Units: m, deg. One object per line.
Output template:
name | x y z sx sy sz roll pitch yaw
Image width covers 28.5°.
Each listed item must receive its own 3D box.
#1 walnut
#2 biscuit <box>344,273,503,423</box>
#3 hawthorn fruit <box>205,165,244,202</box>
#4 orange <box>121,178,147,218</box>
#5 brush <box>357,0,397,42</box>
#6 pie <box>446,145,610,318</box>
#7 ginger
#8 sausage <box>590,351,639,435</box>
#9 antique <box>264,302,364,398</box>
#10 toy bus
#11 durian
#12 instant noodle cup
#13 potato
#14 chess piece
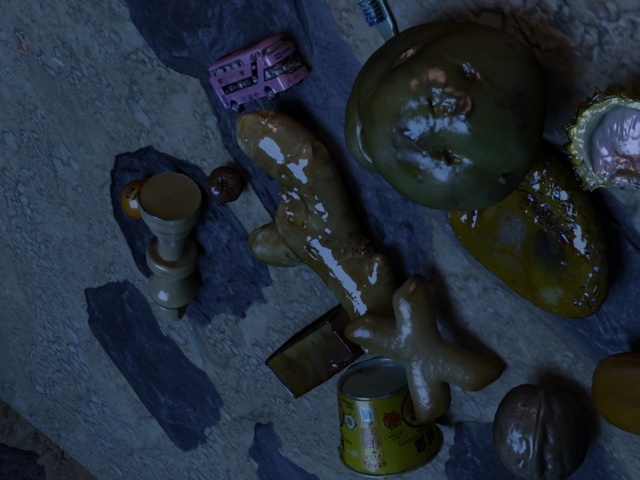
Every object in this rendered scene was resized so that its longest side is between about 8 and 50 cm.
walnut | 0.320 0.282 1.837 0.140 0.140 0.162 21 124 42
biscuit | 0.155 0.171 1.931 0.164 0.047 0.208 -38 99 23
hawthorn fruit | -0.166 -0.096 2.196 0.067 0.066 0.103 54 177 -4
orange | -0.342 -0.079 2.426 0.083 0.083 0.083 35 147 28
brush | 0.085 -0.275 1.662 0.033 0.030 0.178 -7 116 46
pie | 0.274 -0.013 1.640 0.273 0.069 0.273 36 147 28
ginger | 0.011 -0.018 1.984 0.348 0.122 0.363 34 141 25
sausage | 0.481 0.203 1.551 0.328 0.112 0.112 5 127 52
antique | 0.006 0.190 2.225 0.093 0.087 0.310 50 150 0
toy bus | -0.099 -0.252 1.912 0.203 0.063 0.090 -6 117 58
durian | 0.378 -0.108 1.391 0.224 0.078 0.140 18 125 30
instant noodle cup | 0.106 0.287 2.115 0.182 0.182 0.144 15 126 47
potato | 0.136 -0.156 1.542 0.351 0.202 0.218 -151 54 -65
chess piece | -0.291 0.031 2.450 0.117 0.117 0.397 40 150 21
